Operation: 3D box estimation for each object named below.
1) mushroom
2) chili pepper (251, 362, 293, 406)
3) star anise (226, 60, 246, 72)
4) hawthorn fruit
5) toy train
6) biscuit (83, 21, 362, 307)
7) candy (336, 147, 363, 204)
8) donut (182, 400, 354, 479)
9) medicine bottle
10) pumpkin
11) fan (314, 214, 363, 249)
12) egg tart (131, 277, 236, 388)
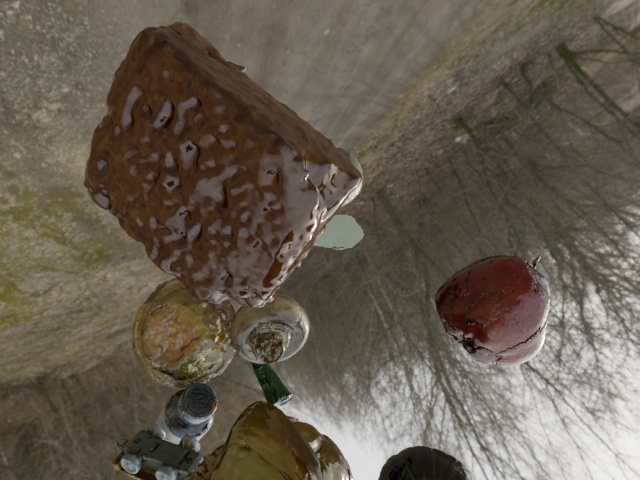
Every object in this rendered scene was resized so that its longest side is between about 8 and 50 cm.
[{"bbox_3d":[-0.139,0.257,1.170,0.226,0.227,0.178,-29,-149,-5],"label":"mushroom"},{"bbox_3d":[-0.177,0.439,1.379,0.088,0.227,0.059,-13,146,-33],"label":"chili pepper"},{"bbox_3d":[-0.318,-0.436,1.128,0.231,0.089,0.209,-18,175,-9],"label":"star anise"},{"bbox_3d":[0.248,0.086,0.576,0.172,0.148,0.148,-48,173,-9],"label":"hawthorn fruit"},{"bbox_3d":[-0.303,0.444,0.807,0.219,0.127,0.089,10,-155,16],"label":"toy train"},{"bbox_3d":[-0.178,-0.095,0.673,0.343,0.395,0.166,-52,179,26],"label":"biscuit"},{"bbox_3d":[0.039,-0.228,1.634,0.295,0.296,0.185,-32,130,10],"label":"candy"},{"bbox_3d":[-0.019,0.360,0.468,0.169,0.361,0.360,-34,170,0],"label":"donut"},{"bbox_3d":[-0.394,0.520,1.183,0.141,0.141,0.293,-17,151,-52],"label":"medicine bottle"},{"bbox_3d":[0.303,0.739,1.149,0.315,0.315,0.239,-28,147,-10],"label":"pumpkin"},{"bbox_3d":[0.000,-0.001,1.460,0.309,0.010,0.182,-24,132,24],"label":"fan"},{"bbox_3d":[-0.423,0.278,1.254,0.351,0.352,0.150,-30,173,0],"label":"egg tart"}]
